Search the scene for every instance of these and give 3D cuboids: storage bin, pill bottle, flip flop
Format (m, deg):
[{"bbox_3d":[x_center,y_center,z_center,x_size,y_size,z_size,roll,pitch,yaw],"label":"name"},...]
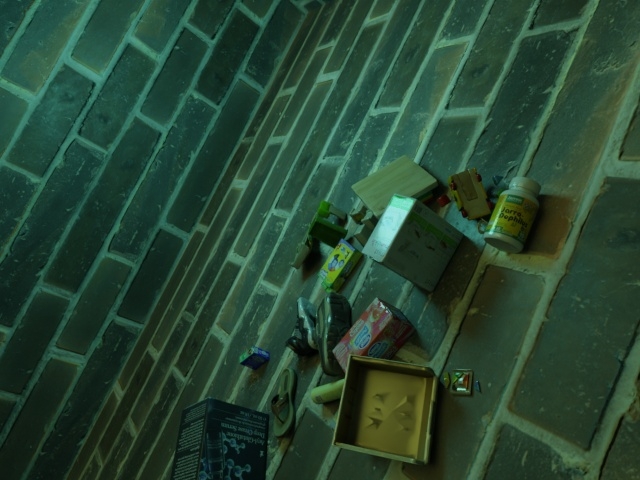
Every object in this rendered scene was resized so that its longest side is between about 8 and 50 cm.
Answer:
[{"bbox_3d":[0.198,0.496,1.403,0.261,0.123,0.262,3,64,22],"label":"storage bin"},{"bbox_3d":[0.578,-0.079,1.428,0.118,0.118,0.208,13,76,56],"label":"pill bottle"},{"bbox_3d":[-0.154,0.633,1.888,0.112,0.080,0.277,-27,45,40],"label":"flip flop"}]

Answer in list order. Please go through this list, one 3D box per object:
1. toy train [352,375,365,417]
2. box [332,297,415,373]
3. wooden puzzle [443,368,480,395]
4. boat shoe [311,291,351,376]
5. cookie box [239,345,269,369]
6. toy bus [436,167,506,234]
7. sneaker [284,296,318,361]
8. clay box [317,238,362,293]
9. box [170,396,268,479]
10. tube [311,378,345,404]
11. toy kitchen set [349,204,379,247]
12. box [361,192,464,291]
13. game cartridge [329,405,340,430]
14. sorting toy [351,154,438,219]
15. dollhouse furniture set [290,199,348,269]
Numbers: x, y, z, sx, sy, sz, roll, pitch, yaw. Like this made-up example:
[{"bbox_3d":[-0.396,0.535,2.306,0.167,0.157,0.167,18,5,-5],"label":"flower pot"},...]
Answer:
[{"bbox_3d":[0.151,0.517,1.546,0.080,0.105,0.184,126,157,-67],"label":"toy train"},{"bbox_3d":[0.179,0.340,1.627,0.256,0.128,0.122,-52,34,11],"label":"box"},{"bbox_3d":[0.404,0.408,1.379,0.116,0.014,0.078,-24,47,42],"label":"wooden puzzle"},{"bbox_3d":[0.042,0.364,1.816,0.130,0.132,0.355,-46,25,37],"label":"boat shoe"},{"bbox_3d":[-0.298,0.529,2.151,0.107,0.092,0.040,-40,35,27],"label":"cookie box"},{"bbox_3d":[0.498,-0.136,1.591,0.202,0.191,0.104,-62,-10,-5],"label":"toy bus"},{"bbox_3d":[-0.083,0.366,1.979,0.153,0.101,0.268,-43,39,20],"label":"sneaker"},{"bbox_3d":[0.072,0.114,2.014,0.222,0.053,0.127,-56,33,5],"label":"clay box"},{"bbox_3d":[-0.385,0.849,1.834,0.212,0.294,0.395,-33,42,35],"label":"box"},{"bbox_3d":[0.064,0.527,1.686,0.240,0.070,0.062,-33,70,42],"label":"tube"},{"bbox_3d":[0.180,-0.044,1.970,0.166,0.122,0.207,-17,32,47],"label":"toy kitchen set"},{"bbox_3d":[0.310,0.011,1.586,0.231,0.262,0.127,-61,32,0],"label":"box"},{"bbox_3d":[0.068,0.622,1.661,0.056,0.017,0.083,27,88,53],"label":"game cartridge"},{"bbox_3d":[0.290,-0.189,1.858,0.257,0.089,0.255,-31,38,-1],"label":"sorting toy"},{"bbox_3d":[0.000,0.000,2.191,0.301,0.151,0.197,-60,7,32],"label":"dollhouse furniture set"}]
